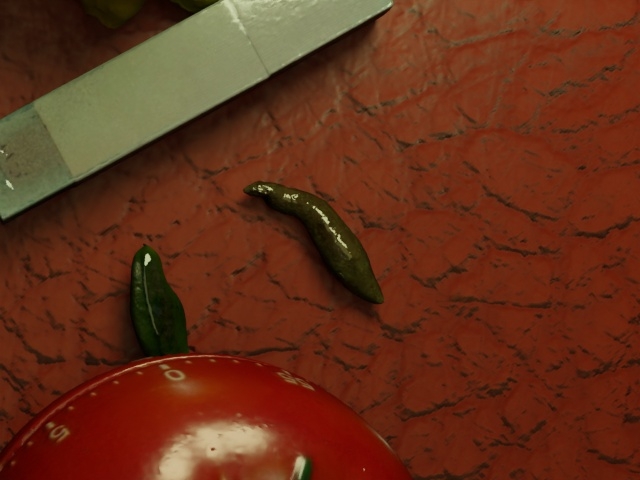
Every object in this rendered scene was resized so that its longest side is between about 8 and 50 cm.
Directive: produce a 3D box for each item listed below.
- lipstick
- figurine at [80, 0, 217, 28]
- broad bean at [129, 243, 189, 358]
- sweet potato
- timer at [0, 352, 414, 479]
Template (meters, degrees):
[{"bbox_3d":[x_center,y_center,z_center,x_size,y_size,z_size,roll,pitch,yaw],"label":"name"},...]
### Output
[{"bbox_3d":[-0.119,-0.135,1.625,0.371,0.076,0.080,-30,92,-9],"label":"lipstick"},{"bbox_3d":[-0.117,-0.347,1.553,0.231,0.323,0.340,25,76,37],"label":"figurine"},{"bbox_3d":[-0.119,0.100,1.632,0.061,0.046,0.195,-35,100,-24],"label":"broad bean"},{"bbox_3d":[0.003,-0.005,1.661,0.153,0.038,0.041,43,60,-3],"label":"sweet potato"},{"bbox_3d":[-0.095,0.275,1.501,0.378,0.279,0.378,-3,98,-21],"label":"timer"}]
